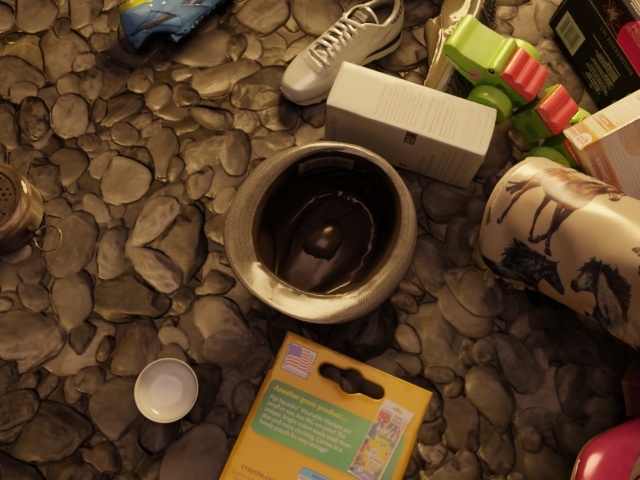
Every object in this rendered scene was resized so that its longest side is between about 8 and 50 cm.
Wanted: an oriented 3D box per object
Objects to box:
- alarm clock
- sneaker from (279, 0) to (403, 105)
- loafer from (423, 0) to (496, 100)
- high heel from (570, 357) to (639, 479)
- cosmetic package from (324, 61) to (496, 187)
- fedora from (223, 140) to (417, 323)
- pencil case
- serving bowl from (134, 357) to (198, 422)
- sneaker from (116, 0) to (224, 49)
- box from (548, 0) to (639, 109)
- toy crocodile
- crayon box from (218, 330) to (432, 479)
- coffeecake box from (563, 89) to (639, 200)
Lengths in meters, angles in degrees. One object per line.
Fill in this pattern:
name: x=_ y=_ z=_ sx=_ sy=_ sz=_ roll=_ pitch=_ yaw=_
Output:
alarm clock: x=-0.451 y=-0.039 z=0.921 sx=0.192 sy=0.064 sz=0.129 roll=27 pitch=73 yaw=4
sneaker: x=0.031 y=-0.301 z=1.002 sx=0.235 sy=0.095 sz=0.090 roll=-40 pitch=78 yaw=-12
loafer: x=0.205 y=-0.299 z=1.018 sx=0.087 sy=0.094 sz=0.251 roll=9 pitch=63 yaw=32
high heel: x=0.398 y=0.261 z=0.716 sx=0.181 sy=0.127 sz=0.377 roll=2 pitch=37 yaw=42
cosmetic package: x=0.125 y=-0.165 z=0.946 sx=0.231 sy=0.117 sz=0.085 roll=17 pitch=71 yaw=5
fedora: x=0.000 y=0.000 z=0.882 sx=0.244 sy=0.124 sz=0.275 roll=24 pitch=64 yaw=5
pencil case: x=0.385 y=0.058 z=0.770 sx=0.160 sy=0.183 sz=0.410 roll=-22 pitch=41 yaw=-31
serving bowl: x=-0.202 y=0.200 z=0.861 sx=0.083 sy=0.027 sz=0.083 roll=0 pitch=71 yaw=-1
sneaker: x=-0.214 y=-0.364 z=1.040 sx=0.209 sy=0.069 sz=0.082 roll=-25 pitch=102 yaw=-16
box: x=0.489 y=-0.299 z=0.975 sx=0.142 sy=0.163 sz=0.247 roll=-21 pitch=74 yaw=-12
toy crocodile: x=0.315 y=-0.189 z=0.937 sx=0.340 sy=0.105 sz=0.115 roll=43 pitch=74 yaw=-12
crayon box: x=-0.015 y=0.303 z=0.802 sx=0.203 sy=0.083 sz=0.323 roll=23 pitch=73 yaw=6
coffeecake box: x=0.442 y=-0.124 z=0.857 sx=0.185 sy=0.142 sz=0.068 roll=-29 pitch=28 yaw=16
